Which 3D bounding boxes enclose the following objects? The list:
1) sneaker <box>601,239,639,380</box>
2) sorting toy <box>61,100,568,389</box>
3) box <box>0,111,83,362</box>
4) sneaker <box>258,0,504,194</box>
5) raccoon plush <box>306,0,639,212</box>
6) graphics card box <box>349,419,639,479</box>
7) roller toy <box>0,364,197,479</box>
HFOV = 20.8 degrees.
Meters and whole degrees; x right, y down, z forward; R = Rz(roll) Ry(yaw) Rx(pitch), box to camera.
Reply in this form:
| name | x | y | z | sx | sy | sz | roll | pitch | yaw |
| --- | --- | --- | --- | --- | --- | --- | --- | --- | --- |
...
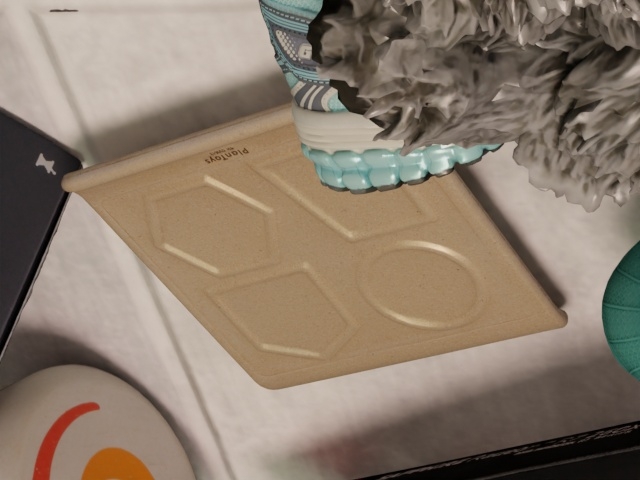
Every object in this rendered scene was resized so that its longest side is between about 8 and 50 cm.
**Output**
| name | x | y | z | sx | sy | sz | roll | pitch | yaw |
| --- | --- | --- | --- | --- | --- | --- | --- | --- | --- |
| sneaker | 0.257 | 0.009 | 0.729 | 0.302 | 0.108 | 0.121 | -12 | 177 | 21 |
| sorting toy | 0.000 | 0.000 | 0.899 | 0.193 | 0.038 | 0.208 | -15 | 136 | 32 |
| box | -0.232 | 0.034 | 0.921 | 0.108 | 0.153 | 0.207 | 30 | 137 | -16 |
| sneaker | 0.097 | -0.111 | 0.680 | 0.283 | 0.110 | 0.122 | -19 | 110 | 25 |
| raccoon plush | 0.161 | -0.134 | 0.467 | 0.446 | 0.216 | 0.299 | 12 | 167 | 10 |
| graphics card box | 0.136 | 0.223 | 0.930 | 0.371 | 0.094 | 0.233 | -21 | 85 | 47 |
| roller toy | -0.174 | 0.177 | 1.035 | 0.146 | 0.209 | 0.191 | -20 | 122 | 30 |
